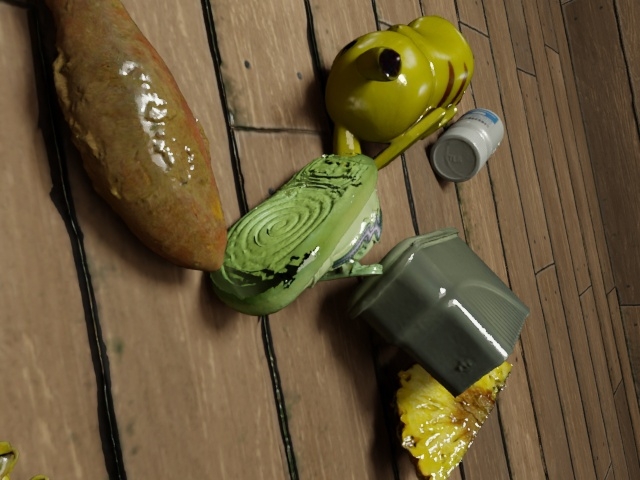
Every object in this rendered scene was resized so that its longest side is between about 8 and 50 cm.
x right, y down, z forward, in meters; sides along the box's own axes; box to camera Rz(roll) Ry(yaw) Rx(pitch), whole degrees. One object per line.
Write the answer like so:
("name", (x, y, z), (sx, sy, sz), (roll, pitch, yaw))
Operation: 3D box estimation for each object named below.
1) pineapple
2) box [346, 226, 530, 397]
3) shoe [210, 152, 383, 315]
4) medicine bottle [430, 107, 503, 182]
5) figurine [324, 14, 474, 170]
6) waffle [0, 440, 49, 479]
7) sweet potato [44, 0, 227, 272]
("pineapple", (0.171, 0.262, 0.693), (0.250, 0.140, 0.164), (-42, 156, -31))
("box", (0.178, 0.087, 0.617), (0.178, 0.138, 0.274), (46, 27, 17))
("shoe", (-0.002, -0.005, 0.519), (0.128, 0.140, 0.262), (56, 50, -28))
("medicine bottle", (0.301, -0.197, 0.905), (0.168, 0.105, 0.105), (-44, 113, -42))
("figurine", (0.113, -0.223, 0.677), (0.169, 0.218, 0.327), (42, 48, 21))
("waffle", (-0.258, 0.266, 0.262), (0.229, 0.051, 0.231), (-24, 100, -49))
("sweet potato", (-0.181, -0.139, 0.391), (0.109, 0.109, 0.385), (-33, 105, -45))
